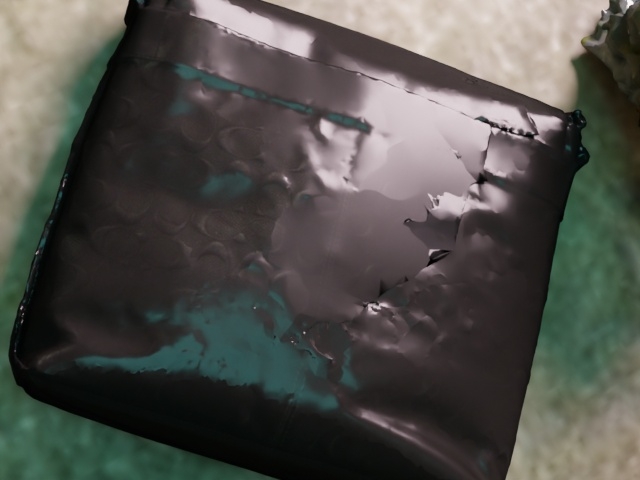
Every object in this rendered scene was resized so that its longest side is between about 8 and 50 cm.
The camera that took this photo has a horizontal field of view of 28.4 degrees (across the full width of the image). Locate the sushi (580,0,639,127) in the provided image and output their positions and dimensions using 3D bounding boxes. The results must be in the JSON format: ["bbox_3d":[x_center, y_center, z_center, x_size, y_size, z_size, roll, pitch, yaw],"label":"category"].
[{"bbox_3d":[0.242,-0.123,0.637,0.139,0.184,0.274,44,77,1],"label":"sushi"}]

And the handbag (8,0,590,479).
[{"bbox_3d":[0.000,0.000,0.598,0.247,0.080,0.223,19,75,-12],"label":"handbag"}]
